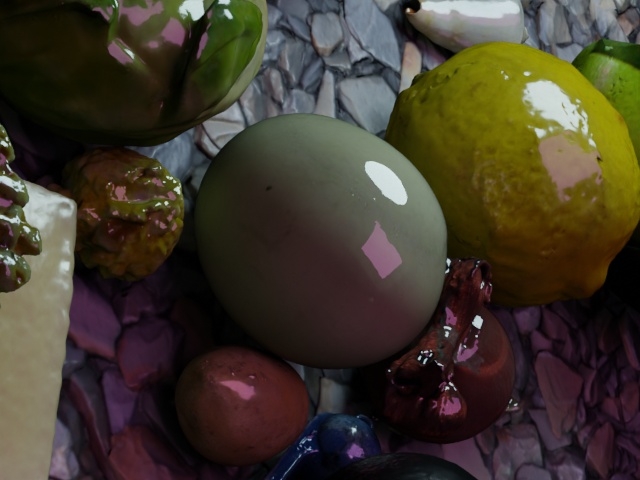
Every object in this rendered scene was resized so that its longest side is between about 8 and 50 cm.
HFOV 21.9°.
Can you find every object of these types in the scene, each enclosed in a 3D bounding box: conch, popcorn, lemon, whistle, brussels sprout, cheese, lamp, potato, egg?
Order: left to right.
[{"bbox_3d":[-0.313,0.069,1.241,0.242,0.124,0.265,20,62,-34],"label":"cheese"},{"bbox_3d":[-0.172,-0.025,1.436,0.116,0.106,0.121,-6,80,-57],"label":"popcorn"},{"bbox_3d":[-0.165,-0.210,1.420,0.294,0.227,0.259,4,75,-50],"label":"brussels sprout"},{"bbox_3d":[-0.070,0.147,1.482,0.147,0.112,0.112,12,67,-51],"label":"potato"},{"bbox_3d":[0.000,0.000,1.504,0.219,0.219,0.269,7,38,-44],"label":"egg"},{"bbox_3d":[0.007,0.214,1.548,0.090,0.090,0.158,57,44,-15],"label":"whistle"},{"bbox_3d":[0.106,0.124,1.622,0.223,0.151,0.215,59,36,-45],"label":"lamp"},{"bbox_3d":[0.167,-0.254,1.909,0.176,0.094,0.104,3,86,-18],"label":"conch"},{"bbox_3d":[0.198,-0.068,1.718,0.260,0.260,0.284,13,52,-43],"label":"lemon"}]

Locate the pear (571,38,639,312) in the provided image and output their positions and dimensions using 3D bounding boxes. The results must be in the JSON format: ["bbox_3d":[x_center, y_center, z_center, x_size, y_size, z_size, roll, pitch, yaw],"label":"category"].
[{"bbox_3d":[0.390,-0.030,1.890,0.165,0.399,0.399,-47,114,-9],"label":"pear"}]

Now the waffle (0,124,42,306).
[{"bbox_3d":[-0.299,-0.031,1.168,0.208,0.054,0.214,-31,94,-44],"label":"waffle"}]

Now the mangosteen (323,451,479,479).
[{"bbox_3d":[0.040,0.325,1.441,0.302,0.275,0.275,-4,77,-17],"label":"mangosteen"}]
